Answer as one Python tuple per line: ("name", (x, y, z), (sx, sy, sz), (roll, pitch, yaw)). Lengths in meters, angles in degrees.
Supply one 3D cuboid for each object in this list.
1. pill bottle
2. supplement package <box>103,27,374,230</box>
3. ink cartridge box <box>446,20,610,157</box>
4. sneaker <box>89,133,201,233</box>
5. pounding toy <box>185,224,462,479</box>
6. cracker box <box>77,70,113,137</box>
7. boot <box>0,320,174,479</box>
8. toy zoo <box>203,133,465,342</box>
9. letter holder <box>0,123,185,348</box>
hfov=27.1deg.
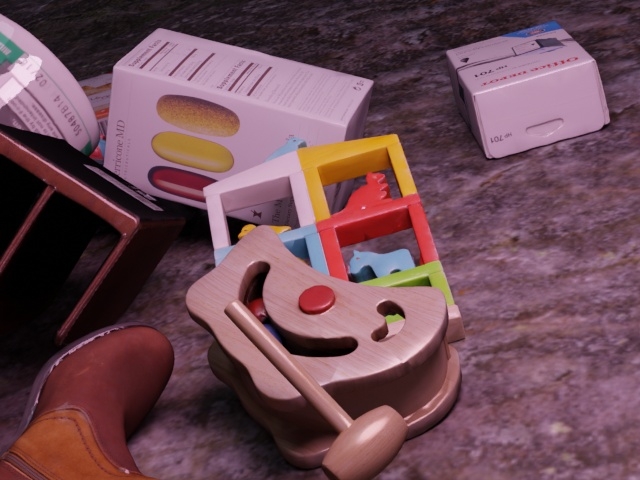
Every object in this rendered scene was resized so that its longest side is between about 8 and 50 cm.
("pill bottle", (-0.411, -0.049, 1.329), (0.204, 0.204, 0.361), (13, 55, 50))
("supplement package", (-0.086, -0.113, 1.376), (0.244, 0.139, 0.134), (14, 29, 8))
("ink cartridge box", (0.228, -0.172, 1.488), (0.139, 0.082, 0.190), (-16, 21, 2))
("sneaker", (-0.240, -0.044, 1.529), (0.262, 0.104, 0.125), (16, 64, 45))
("pounding toy", (0.007, 0.058, 0.969), (0.154, 0.155, 0.269), (-30, 41, -16))
("cracker box", (-0.339, -0.173, 1.898), (0.156, 0.067, 0.232), (-16, 22, 2))
("boot", (-0.123, 0.161, 0.929), (0.280, 0.096, 0.264), (6, 31, 41))
("toy zoo", (0.000, 0.000, 1.177), (0.192, 0.030, 0.293), (-15, 43, 2))
("letter holder", (-0.253, 0.031, 1.164), (0.214, 0.152, 0.302), (-58, 0, 1))
